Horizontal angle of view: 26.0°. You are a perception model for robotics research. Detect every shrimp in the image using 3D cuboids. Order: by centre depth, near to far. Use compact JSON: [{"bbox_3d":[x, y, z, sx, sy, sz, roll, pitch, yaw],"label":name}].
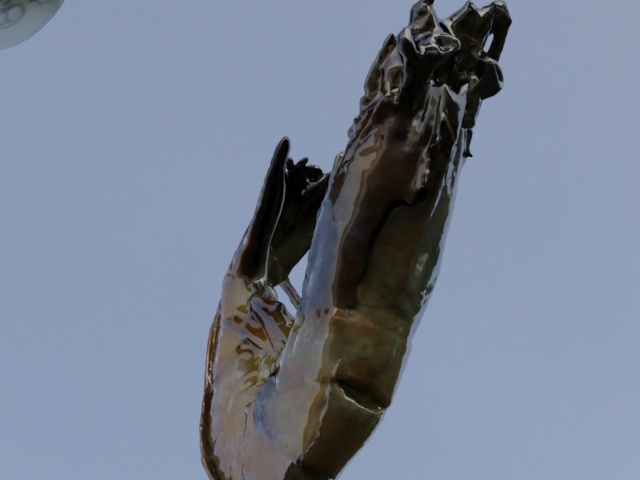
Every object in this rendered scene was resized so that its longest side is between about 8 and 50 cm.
[{"bbox_3d":[0.006,0.003,0.736,0.075,0.178,0.289,17,-93,-31],"label":"shrimp"}]

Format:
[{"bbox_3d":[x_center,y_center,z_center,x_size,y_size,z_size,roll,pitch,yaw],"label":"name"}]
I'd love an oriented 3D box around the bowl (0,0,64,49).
[{"bbox_3d":[-0.260,-0.207,0.790,0.237,0.126,0.238,16,-60,29],"label":"bowl"}]
